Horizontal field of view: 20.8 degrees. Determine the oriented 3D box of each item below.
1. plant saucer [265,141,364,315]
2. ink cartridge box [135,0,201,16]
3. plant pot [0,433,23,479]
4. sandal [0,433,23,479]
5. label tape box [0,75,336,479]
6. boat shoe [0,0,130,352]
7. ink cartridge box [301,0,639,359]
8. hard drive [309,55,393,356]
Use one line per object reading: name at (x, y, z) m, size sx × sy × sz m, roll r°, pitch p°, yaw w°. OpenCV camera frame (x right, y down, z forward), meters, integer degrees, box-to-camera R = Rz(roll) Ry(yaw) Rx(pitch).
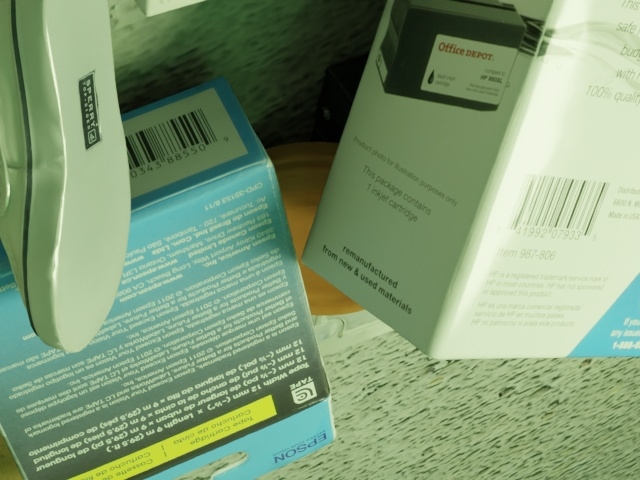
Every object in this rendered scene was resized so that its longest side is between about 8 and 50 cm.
plant saucer at (0.000, 0.000, 1.419) m, size 0.200 × 0.037 × 0.200 m, roll 2°, pitch 139°, yaw 2°
ink cartridge box at (-0.021, -0.242, 1.107) m, size 0.231 × 0.078 × 0.134 m, roll -20°, pitch 147°, yaw -24°
plant pot at (-0.322, 0.212, 1.444) m, size 0.236 × 0.032 × 0.236 m, roll -10°, pitch 128°, yaw -13°
sandal at (-0.269, 0.186, 1.504) m, size 0.090 × 0.060 × 0.219 m, roll -4°, pitch 126°, yaw -17°
label tape box at (-0.137, 0.069, 1.330) m, size 0.249 × 0.115 × 0.348 m, roll -22°, pitch 140°, yaw -8°
boat shoe at (-0.185, -0.058, 1.110) m, size 0.096 × 0.088 × 0.267 m, roll -44°, pitch 137°, yaw -53°
ink cartridge box at (0.191, -0.124, 1.260) m, size 0.285 × 0.166 × 0.395 m, roll 3°, pitch 112°, yaw -42°
hard drive at (0.091, -0.043, 1.521) m, size 0.237 × 0.064 × 0.339 m, roll -18°, pitch 147°, yaw -25°
